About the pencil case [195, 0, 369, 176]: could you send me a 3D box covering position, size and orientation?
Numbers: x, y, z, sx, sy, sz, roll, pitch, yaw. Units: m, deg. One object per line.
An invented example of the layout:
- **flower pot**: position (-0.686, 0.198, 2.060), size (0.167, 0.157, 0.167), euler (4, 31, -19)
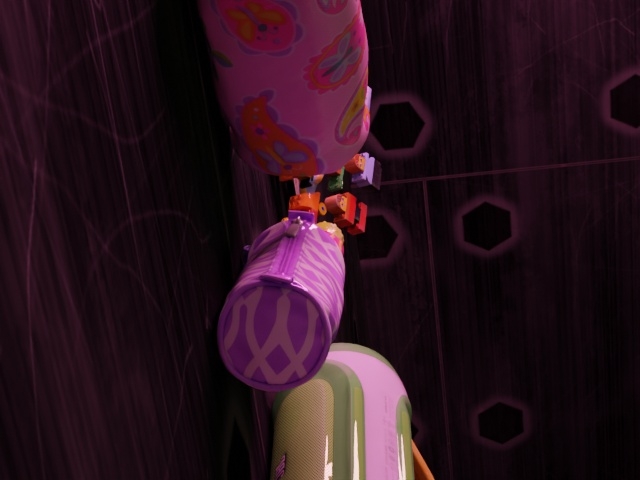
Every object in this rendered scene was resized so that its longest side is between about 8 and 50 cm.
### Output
- **pencil case**: position (-0.032, -0.174, 0.942), size (0.284, 0.124, 0.124), euler (77, 8, -50)

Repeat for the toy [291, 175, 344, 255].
- **toy**: position (0.000, 0.000, 1.546), size (0.137, 0.056, 0.237), euler (-83, 167, -65)

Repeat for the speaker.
- **speaker**: position (0.017, 0.209, 1.041), size (0.296, 0.131, 0.131), euler (-88, 171, -60)

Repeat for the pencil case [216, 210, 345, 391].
- **pencil case**: position (-0.024, 0.040, 0.957), size (0.206, 0.086, 0.088), euler (-81, -175, -75)

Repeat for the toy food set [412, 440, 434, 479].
- **toy food set**: position (0.046, 0.248, 1.195), size (0.218, 0.071, 0.128), euler (58, -43, 31)

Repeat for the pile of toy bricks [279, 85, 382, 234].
- **pile of toy bricks**: position (-0.011, -0.100, 1.347), size (0.105, 0.118, 0.212), euler (33, 53, -42)
